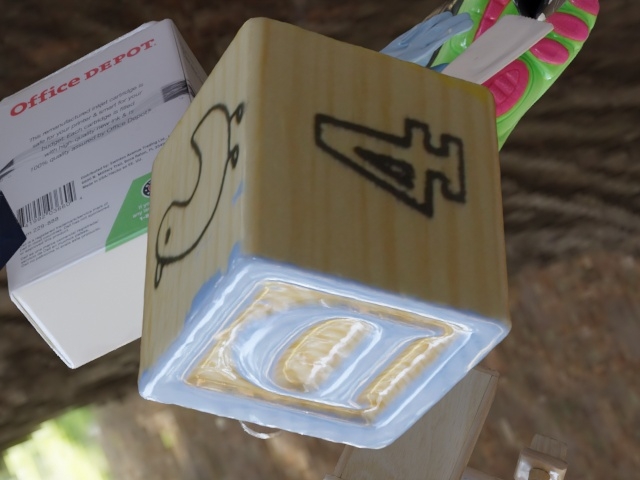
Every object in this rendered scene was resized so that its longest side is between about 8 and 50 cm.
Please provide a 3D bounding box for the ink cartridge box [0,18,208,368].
[{"bbox_3d":[-0.188,-0.052,1.712,0.121,0.211,0.289,57,-169,-40],"label":"ink cartridge box"}]

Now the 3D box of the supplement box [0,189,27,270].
[{"bbox_3d":[-0.296,0.000,1.426,0.083,0.083,0.056,12,140,32],"label":"supplement box"}]

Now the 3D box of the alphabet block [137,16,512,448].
[{"bbox_3d":[0.000,0.000,1.215,0.192,0.193,0.197,-49,33,46],"label":"alphabet block"}]

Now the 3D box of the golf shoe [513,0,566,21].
[{"bbox_3d":[0.192,-0.291,1.657,0.077,0.094,0.198,-1,128,33],"label":"golf shoe"}]

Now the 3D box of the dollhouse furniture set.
[{"bbox_3d":[0.057,0.265,1.728,0.303,0.174,0.355,20,144,10],"label":"dollhouse furniture set"}]

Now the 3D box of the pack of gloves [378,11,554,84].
[{"bbox_3d":[0.087,-0.126,1.659,0.046,0.232,0.195,57,165,-28],"label":"pack of gloves"}]

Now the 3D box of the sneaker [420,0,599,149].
[{"bbox_3d":[0.120,-0.129,2.005,0.185,0.483,0.202,48,169,1],"label":"sneaker"}]
